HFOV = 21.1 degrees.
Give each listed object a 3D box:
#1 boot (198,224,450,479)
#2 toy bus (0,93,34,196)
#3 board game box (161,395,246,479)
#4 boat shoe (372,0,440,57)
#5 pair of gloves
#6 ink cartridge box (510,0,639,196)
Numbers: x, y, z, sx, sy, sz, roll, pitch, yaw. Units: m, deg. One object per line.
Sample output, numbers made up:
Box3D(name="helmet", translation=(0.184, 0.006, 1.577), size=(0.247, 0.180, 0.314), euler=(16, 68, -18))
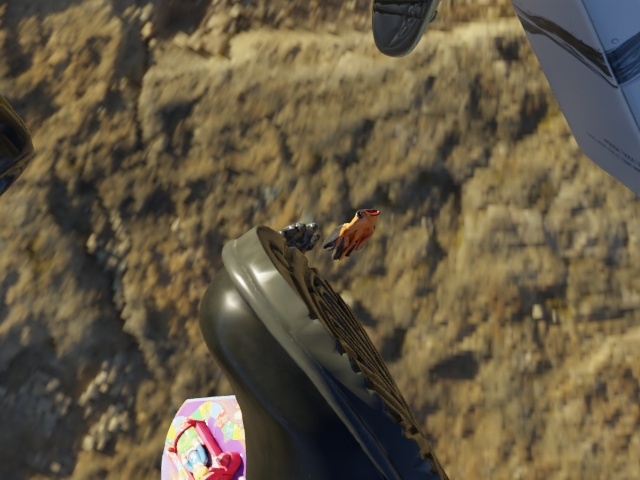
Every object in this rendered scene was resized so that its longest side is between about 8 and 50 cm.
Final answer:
Box3D(name="boot", translation=(-0.048, 0.186, 1.015), size=(0.260, 0.131, 0.348), euler=(-29, 114, 1))
Box3D(name="toy bus", translation=(-0.249, -0.010, 0.719), size=(0.149, 0.220, 0.211), euler=(43, 107, 1))
Box3D(name="board game box", translation=(-0.120, 0.223, 1.751), size=(0.169, 0.033, 0.133), euler=(-9, 73, 45))
Box3D(name="boat shoe", translation=(0.082, -0.221, 1.428), size=(0.056, 0.048, 0.153), euler=(4, 78, 28))
Box3D(name="pair of gloves", translation=(0.000, 0.000, 1.247), size=(0.083, 0.010, 0.074), euler=(-9, 155, -21))
Box3D(name="ink cartridge box", translation=(0.148, -0.132, 0.679), size=(0.153, 0.087, 0.208), euler=(-34, 125, -6))
